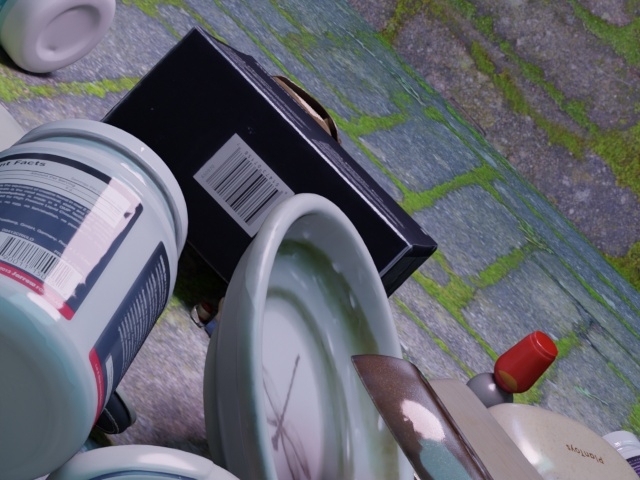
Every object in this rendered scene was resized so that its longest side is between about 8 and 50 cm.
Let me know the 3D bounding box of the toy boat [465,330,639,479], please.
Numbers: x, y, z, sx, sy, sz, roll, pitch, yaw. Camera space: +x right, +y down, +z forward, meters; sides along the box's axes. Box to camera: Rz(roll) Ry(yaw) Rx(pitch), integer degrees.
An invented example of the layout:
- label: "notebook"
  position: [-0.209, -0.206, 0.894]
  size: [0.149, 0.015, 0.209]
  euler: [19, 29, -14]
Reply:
- label: "toy boat"
  position: [0.267, 0.262, 2.299]
  size: [0.267, 0.148, 0.318]
  euler: [27, 30, -32]

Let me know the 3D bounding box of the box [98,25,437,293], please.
- label: "box"
  position: [-0.054, -0.052, 2.127]
  size: [0.343, 0.179, 0.312]
  euler: [46, 7, 7]

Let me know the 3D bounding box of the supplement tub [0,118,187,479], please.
- label: "supplement tub"
  position: [-0.225, 0.041, 1.444]
  size: [0.191, 0.191, 0.272]
  euler: [41, 35, -10]

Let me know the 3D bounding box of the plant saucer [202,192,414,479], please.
- label: "plant saucer"
  position: [-0.022, 0.159, 1.724]
  size: [0.400, 0.100, 0.400]
  euler: [-8, 90, -70]

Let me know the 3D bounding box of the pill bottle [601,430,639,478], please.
- label: "pill bottle"
  position: [0.432, 0.349, 2.482]
  size: [0.108, 0.108, 0.193]
  euler: [31, 21, -37]

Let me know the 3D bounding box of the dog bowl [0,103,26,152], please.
- label: "dog bowl"
  position: [-0.375, -0.080, 1.656]
  size: [0.265, 0.104, 0.265]
  euler: [40, 17, -14]

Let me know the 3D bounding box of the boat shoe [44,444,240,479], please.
- label: "boat shoe"
  position: [-0.066, 0.285, 1.438]
  size: [0.340, 0.127, 0.158]
  euler: [31, 24, -36]

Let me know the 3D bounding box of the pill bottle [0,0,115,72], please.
- label: "pill bottle"
  position: [-0.372, -0.337, 2.224]
  size: [0.264, 0.146, 0.146]
  euler: [51, 18, 24]

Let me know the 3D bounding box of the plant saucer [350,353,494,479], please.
- label: "plant saucer"
  position: [0.130, 0.224, 1.680]
  size: [0.310, 0.050, 0.310]
  euler: [56, 3, -4]

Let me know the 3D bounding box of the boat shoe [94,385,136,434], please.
- label: "boat shoe"
  position: [-0.249, 0.111, 1.596]
  size: [0.206, 0.075, 0.065]
  euler: [44, 58, -19]

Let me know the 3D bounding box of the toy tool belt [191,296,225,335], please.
- label: "toy tool belt"
  position: [-0.095, 0.087, 1.992]
  size: [0.083, 0.051, 0.052]
  euler: [49, 17, 18]

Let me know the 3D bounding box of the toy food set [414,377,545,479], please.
- label: "toy food set"
  position: [0.142, 0.279, 2.049]
  size: [0.220, 0.092, 0.306]
  euler: [0, 43, -51]

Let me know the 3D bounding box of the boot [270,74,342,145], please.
- label: "boot"
  position: [-0.002, -0.104, 2.578]
  size: [0.305, 0.115, 0.112]
  euler: [46, 14, 3]
